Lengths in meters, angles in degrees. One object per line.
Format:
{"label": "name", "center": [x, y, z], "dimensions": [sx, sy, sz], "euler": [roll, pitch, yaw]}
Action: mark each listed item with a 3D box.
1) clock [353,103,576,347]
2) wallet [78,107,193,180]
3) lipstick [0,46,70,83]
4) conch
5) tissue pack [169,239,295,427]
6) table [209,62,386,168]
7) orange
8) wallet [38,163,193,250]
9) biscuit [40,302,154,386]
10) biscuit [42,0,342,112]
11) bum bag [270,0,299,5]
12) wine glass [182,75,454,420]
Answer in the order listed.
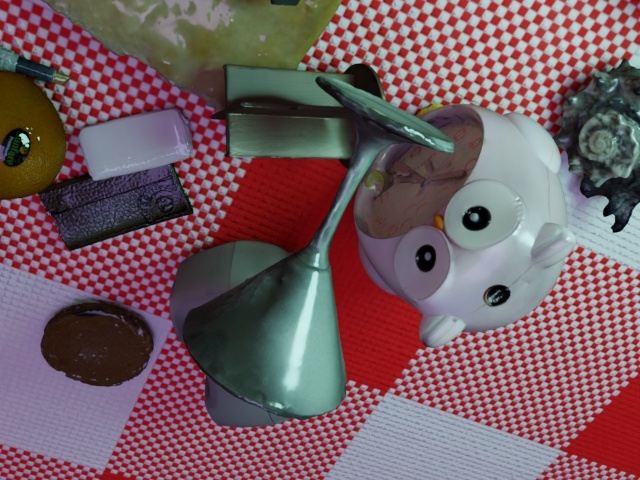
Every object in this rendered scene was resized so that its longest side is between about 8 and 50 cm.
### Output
{"label": "clock", "center": [0.236, -0.018, 1.056], "dimensions": [0.368, 0.377, 0.250], "euler": [-41, 120, 20]}
{"label": "wallet", "center": [-0.308, -0.165, 1.118], "dimensions": [0.189, 0.033, 0.095], "euler": [-14, 105, 5]}
{"label": "lipstick", "center": [-0.459, -0.272, 1.055], "dimensions": [0.116, 0.037, 0.037], "euler": [18, 120, -19]}
{"label": "conch", "center": [0.510, -0.155, 1.108], "dimensions": [0.240, 0.186, 0.313], "euler": [-1, 142, 25]}
{"label": "tissue pack", "center": [-0.119, 0.172, 1.233], "dimensions": [0.235, 0.229, 0.333], "euler": [-11, 119, 6]}
{"label": "table", "center": [-0.040, -0.191, 1.007], "dimensions": [0.226, 0.167, 0.167], "euler": [-3, 125, -27]}
{"label": "orange", "center": [-0.496, -0.162, 1.029], "dimensions": [0.205, 0.206, 0.206], "euler": [-2, 122, -2]}
{"label": "wallet", "center": [-0.364, -0.068, 1.183], "dimensions": [0.243, 0.039, 0.133], "euler": [-16, 117, 4]}
{"label": "biscuit", "center": [-0.453, 0.213, 1.352], "dimensions": [0.225, 0.042, 0.226], "euler": [-2, 123, -4]}
{"label": "biscuit", "center": [-0.164, -0.402, 0.947], "dimensions": [0.446, 0.104, 0.429], "euler": [-40, 117, 20]}
{"label": "bum bag", "center": [-0.051, -0.412, 0.871], "dimensions": [0.087, 0.049, 0.198], "euler": [-25, 121, -30]}
{"label": "wine glass", "center": [0.000, 0.000, 0.914], "dimensions": [0.267, 0.267, 0.406], "euler": [20, 107, -15]}
